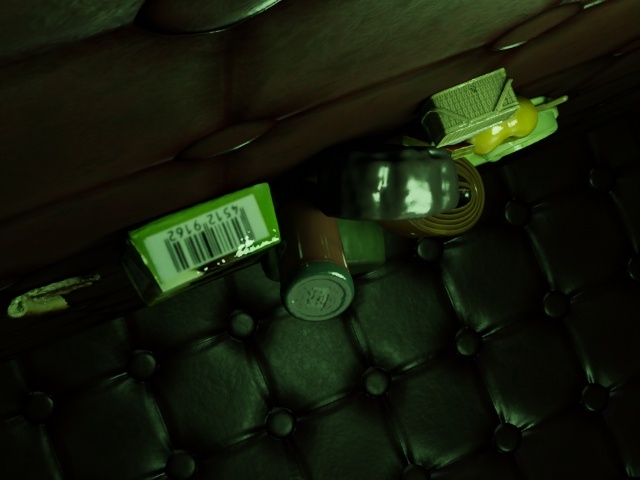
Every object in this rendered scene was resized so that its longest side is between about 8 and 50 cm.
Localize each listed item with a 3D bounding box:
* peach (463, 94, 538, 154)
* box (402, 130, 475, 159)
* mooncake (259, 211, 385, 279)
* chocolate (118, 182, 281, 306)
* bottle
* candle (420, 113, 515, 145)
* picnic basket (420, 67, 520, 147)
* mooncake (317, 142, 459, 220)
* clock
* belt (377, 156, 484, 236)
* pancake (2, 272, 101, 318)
[{"bbox_3d":[0.393,-0.256,1.779,0.179,0.103,0.179,-21,179,0],"label":"peach"},{"bbox_3d":[0.254,-0.206,1.721,0.133,0.023,0.090,25,-151,39],"label":"box"},{"bbox_3d":[0.000,0.000,2.208,0.356,0.194,0.356,-8,170,-1],"label":"mooncake"},{"bbox_3d":[-0.249,0.015,1.640,0.300,0.137,0.289,-22,177,-21],"label":"chocolate"},{"bbox_3d":[-0.025,0.001,1.640,0.143,0.336,0.144,-5,132,-6],"label":"bottle"},{"bbox_3d":[0.285,-0.243,1.610,0.192,0.068,0.168,-18,177,-12],"label":"candle"},{"bbox_3d":[0.271,-0.240,1.455,0.164,0.080,0.115,-22,177,-4],"label":"picnic basket"},{"bbox_3d":[0.130,-0.121,1.576,0.283,0.141,0.283,-2,-172,0],"label":"mooncake"},{"bbox_3d":[0.498,-0.286,2.037,0.235,0.096,0.308,-20,175,-22],"label":"clock"},{"bbox_3d":[0.254,-0.116,1.917,0.338,0.217,0.122,3,176,-42],"label":"belt"},{"bbox_3d":[-0.630,0.139,1.834,0.257,0.056,0.212,-19,175,-42],"label":"pancake"}]
